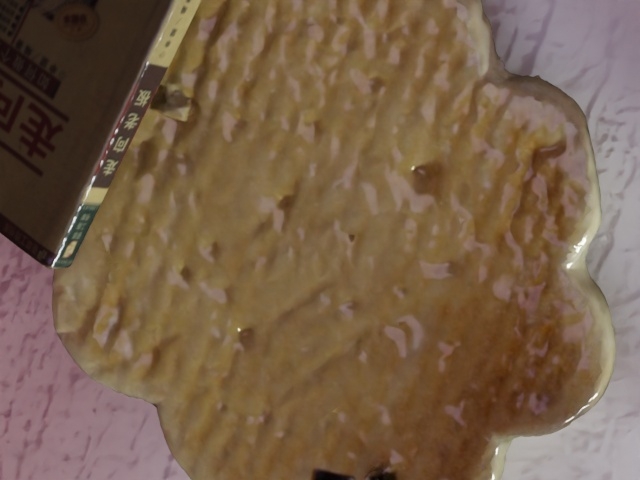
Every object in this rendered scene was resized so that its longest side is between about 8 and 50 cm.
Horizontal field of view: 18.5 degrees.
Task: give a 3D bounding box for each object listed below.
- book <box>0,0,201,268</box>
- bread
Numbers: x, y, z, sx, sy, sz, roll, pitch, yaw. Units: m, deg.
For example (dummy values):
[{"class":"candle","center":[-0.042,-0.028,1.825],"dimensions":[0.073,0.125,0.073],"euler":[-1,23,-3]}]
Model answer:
[{"class":"book","center":[-0.135,-0.124,0.977],"dimensions":[0.161,0.026,0.231],"euler":[36,107,28]},{"class":"bread","center":[0.000,0.000,0.988],"dimensions":[0.316,0.054,0.316],"euler":[5,106,18]}]
